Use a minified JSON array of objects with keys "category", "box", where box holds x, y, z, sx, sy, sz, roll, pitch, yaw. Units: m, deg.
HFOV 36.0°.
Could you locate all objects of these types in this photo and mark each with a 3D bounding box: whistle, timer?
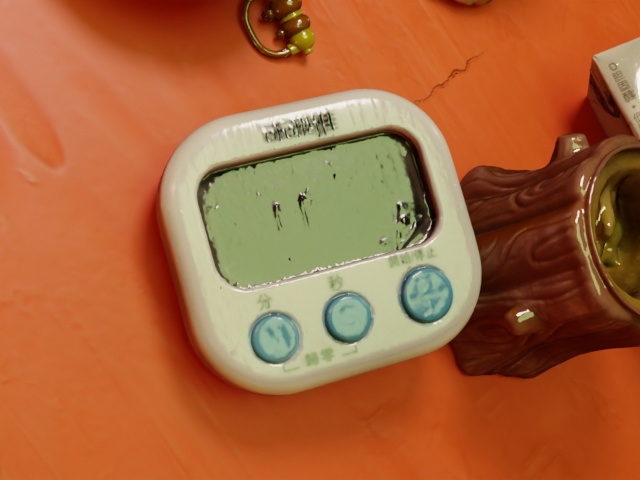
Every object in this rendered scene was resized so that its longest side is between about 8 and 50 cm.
[{"category":"whistle","box":[-0.043,-0.221,0.921,0.057,0.046,0.109,-30,100,-46]},{"category":"timer","box":[0.000,0.000,0.845,0.262,0.087,0.237,-14,84,-16]}]

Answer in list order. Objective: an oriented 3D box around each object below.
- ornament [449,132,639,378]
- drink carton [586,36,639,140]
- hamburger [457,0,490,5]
[{"category":"ornament","box":[0.235,0.010,0.916,0.235,0.218,0.221,-2,79,-28]},{"category":"drink carton","box":[0.432,-0.071,1.014,0.194,0.132,0.324,-22,72,5]},{"category":"hamburger","box":[0.211,-0.422,1.015,0.162,0.209,0.329,20,71,-24]}]
